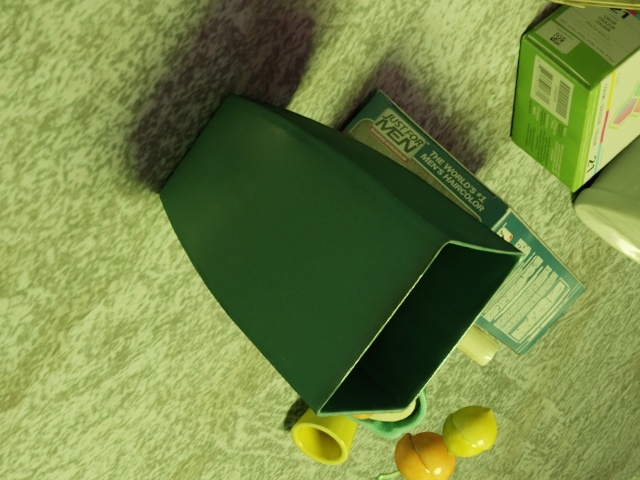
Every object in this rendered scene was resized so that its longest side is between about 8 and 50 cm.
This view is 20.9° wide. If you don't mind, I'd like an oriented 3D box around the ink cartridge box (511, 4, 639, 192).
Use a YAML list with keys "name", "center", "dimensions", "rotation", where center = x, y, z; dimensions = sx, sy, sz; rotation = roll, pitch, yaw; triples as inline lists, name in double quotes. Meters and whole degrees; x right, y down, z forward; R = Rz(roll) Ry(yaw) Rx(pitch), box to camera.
- name: "ink cartridge box"
  center: [0.322, -0.200, 1.796]
  dimensions: [0.255, 0.097, 0.188]
  rotation: [-39, 155, -19]

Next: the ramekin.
- name: "ramekin"
  center: [0.454, -0.028, 2.107]
  dimensions: [0.127, 0.273, 0.273]
  rotation: [-60, 158, -5]

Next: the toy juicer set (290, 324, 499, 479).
- name: "toy juicer set"
  center: [0.085, 0.160, 1.802]
  dimensions: [0.089, 0.209, 0.329]
  rotation: [-58, 167, -38]

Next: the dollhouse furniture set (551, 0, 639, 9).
- name: "dollhouse furniture set"
  center: [0.278, -0.302, 1.571]
  dimensions: [0.129, 0.129, 0.183]
  rotation: [-3, 101, -60]

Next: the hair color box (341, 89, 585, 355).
- name: "hair color box"
  center: [0.129, -0.007, 1.664]
  dimensions: [0.105, 0.174, 0.347]
  rotation: [-48, 157, 3]

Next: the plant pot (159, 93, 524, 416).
- name: "plant pot"
  center: [0.000, 0.000, 1.370]
  dimensions: [0.165, 0.234, 0.165]
  rotation: [-55, 156, 13]
